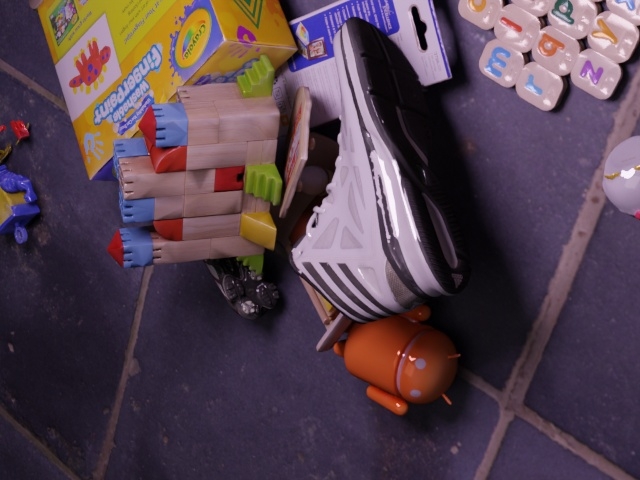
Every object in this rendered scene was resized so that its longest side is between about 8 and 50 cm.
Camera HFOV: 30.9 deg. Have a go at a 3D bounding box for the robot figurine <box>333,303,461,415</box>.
[{"bbox_3d":[0.126,0.181,1.849,0.219,0.158,0.128,22,158,35],"label":"robot figurine"}]

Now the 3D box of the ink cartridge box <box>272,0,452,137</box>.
[{"bbox_3d":[0.054,-0.292,1.834,0.371,0.069,0.175,-14,91,44],"label":"ink cartridge box"}]

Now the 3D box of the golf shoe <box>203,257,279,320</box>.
[{"bbox_3d":[-0.177,0.019,2.060,0.272,0.105,0.120,66,160,-4],"label":"golf shoe"}]

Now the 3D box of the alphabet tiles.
[{"bbox_3d":[0.329,-0.333,1.621,0.278,0.021,0.284,37,122,27],"label":"alphabet tiles"}]

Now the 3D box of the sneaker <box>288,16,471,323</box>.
[{"bbox_3d":[0.034,-0.091,1.681,0.258,0.169,0.447,-26,66,31],"label":"sneaker"}]

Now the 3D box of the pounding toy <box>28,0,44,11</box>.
[{"bbox_3d":[-0.471,-0.534,2.211,0.183,0.110,0.236,-31,51,51],"label":"pounding toy"}]

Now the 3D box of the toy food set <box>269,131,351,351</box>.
[{"bbox_3d":[0.000,0.000,1.871,0.219,0.092,0.306,-56,41,29],"label":"toy food set"}]

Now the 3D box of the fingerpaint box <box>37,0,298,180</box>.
[{"bbox_3d":[-0.276,-0.365,1.988,0.445,0.163,0.371,-38,65,41],"label":"fingerpaint box"}]

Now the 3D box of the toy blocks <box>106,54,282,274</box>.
[{"bbox_3d":[-0.214,-0.103,1.854,0.190,0.261,0.381,-114,25,-46],"label":"toy blocks"}]

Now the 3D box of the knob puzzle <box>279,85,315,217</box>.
[{"bbox_3d":[-0.030,-0.157,1.825,0.213,0.030,0.213,-172,90,-81],"label":"knob puzzle"}]

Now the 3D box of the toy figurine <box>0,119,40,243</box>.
[{"bbox_3d":[-0.707,-0.072,2.458,0.363,0.191,0.217,-35,83,41],"label":"toy figurine"}]

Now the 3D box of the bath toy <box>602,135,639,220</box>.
[{"bbox_3d":[0.526,-0.081,1.457,0.348,0.151,0.129,-11,129,42],"label":"bath toy"}]
